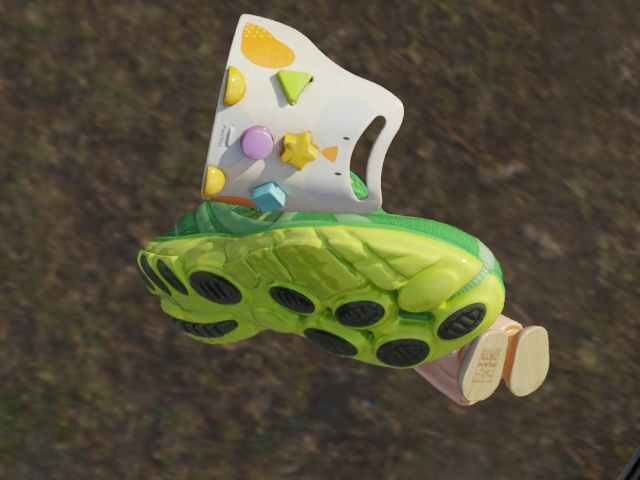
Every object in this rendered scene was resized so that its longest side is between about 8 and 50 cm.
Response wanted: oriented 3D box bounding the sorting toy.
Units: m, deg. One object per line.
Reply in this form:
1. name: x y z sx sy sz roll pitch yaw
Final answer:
1. sorting toy: -0.007 -0.042 0.808 0.075 0.045 0.083 12 111 0

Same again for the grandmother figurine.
1. grandmother figurine: 0.062 0.059 1.982 0.342 0.208 0.104 29 104 43

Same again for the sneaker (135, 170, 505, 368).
1. sneaker: 0.000 0.000 1.186 0.295 0.109 0.123 4 48 50

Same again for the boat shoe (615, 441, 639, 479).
1. boat shoe: 0.229 0.124 1.104 0.324 0.097 0.116 -58 27 -6
